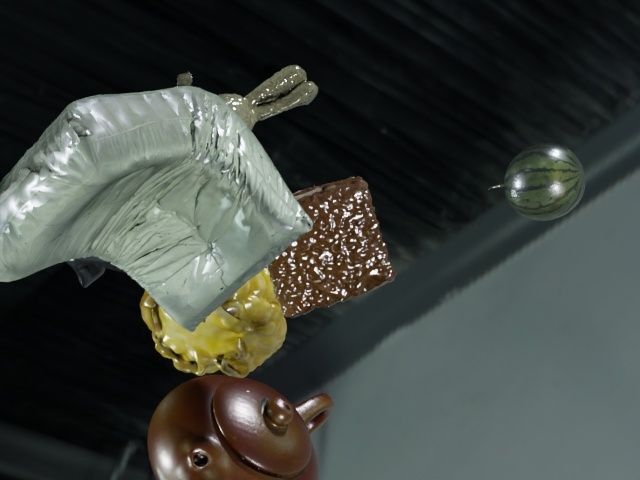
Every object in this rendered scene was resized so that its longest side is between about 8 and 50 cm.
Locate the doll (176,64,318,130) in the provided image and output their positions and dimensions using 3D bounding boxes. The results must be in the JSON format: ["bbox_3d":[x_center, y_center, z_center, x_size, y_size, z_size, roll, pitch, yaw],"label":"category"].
[{"bbox_3d":[-0.150,-0.190,2.067,0.286,0.203,0.091,-56,11,-19],"label":"doll"}]

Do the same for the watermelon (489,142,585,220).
[{"bbox_3d":[0.292,-0.078,1.845,0.133,0.105,0.105,-8,58,21],"label":"watermelon"}]

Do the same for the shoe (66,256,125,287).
[{"bbox_3d":[-0.206,-0.017,1.470,0.227,0.112,0.099,-10,21,31],"label":"shoe"}]

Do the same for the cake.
[{"bbox_3d":[0.000,0.000,1.487,0.135,0.134,0.147,-17,12,-1],"label":"cake"}]

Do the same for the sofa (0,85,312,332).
[{"bbox_3d":[-0.169,-0.015,1.237,0.210,0.225,0.176,-39,76,33],"label":"sofa"}]

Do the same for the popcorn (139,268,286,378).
[{"bbox_3d":[-0.162,0.112,2.163,0.250,0.250,0.190,-25,32,45],"label":"popcorn"}]

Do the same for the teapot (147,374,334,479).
[{"bbox_3d":[-0.059,0.194,1.313,0.135,0.252,0.178,-45,74,32],"label":"teapot"}]
